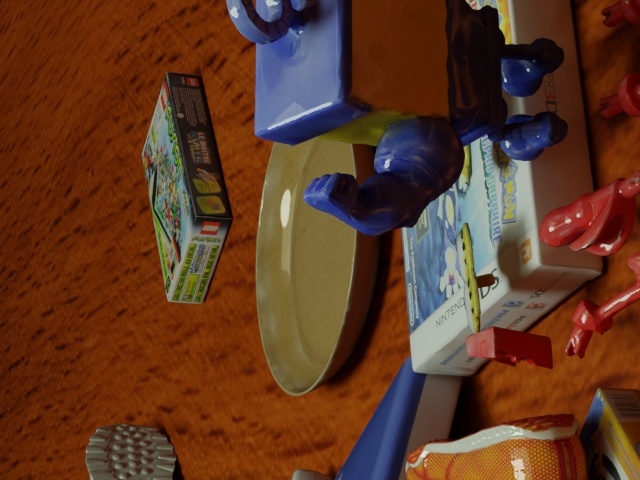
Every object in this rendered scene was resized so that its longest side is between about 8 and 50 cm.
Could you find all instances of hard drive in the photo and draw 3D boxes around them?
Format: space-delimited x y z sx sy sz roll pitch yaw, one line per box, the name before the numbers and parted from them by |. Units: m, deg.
hard drive | 0.005 0.241 1.170 0.319 0.040 0.210 -70 6 -49

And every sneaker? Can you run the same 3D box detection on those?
sneaker | -0.176 0.266 1.858 0.235 0.090 0.095 -111 22 -54
sneaker | 0.090 0.137 1.050 0.175 0.064 0.067 144 121 -70

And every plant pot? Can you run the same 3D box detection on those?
plant pot | 0.000 0.000 1.470 0.236 0.032 0.236 -176 90 -71

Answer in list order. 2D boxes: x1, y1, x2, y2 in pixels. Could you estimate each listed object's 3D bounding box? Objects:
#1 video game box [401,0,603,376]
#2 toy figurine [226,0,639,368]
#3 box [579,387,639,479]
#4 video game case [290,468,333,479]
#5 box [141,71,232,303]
video game box | 0.100 -0.043 1.165 0.187 0.048 0.205 134 137 -58
toy figurine | 0.054 -0.130 0.984 0.191 0.217 0.363 -21 63 51
box | 0.147 0.154 1.009 0.081 0.028 0.136 -112 34 -53
video game case | -0.058 0.380 1.405 0.329 0.036 0.300 -82 8 -53
box | -0.130 -0.052 1.855 0.207 0.036 0.114 -105 27 -44
